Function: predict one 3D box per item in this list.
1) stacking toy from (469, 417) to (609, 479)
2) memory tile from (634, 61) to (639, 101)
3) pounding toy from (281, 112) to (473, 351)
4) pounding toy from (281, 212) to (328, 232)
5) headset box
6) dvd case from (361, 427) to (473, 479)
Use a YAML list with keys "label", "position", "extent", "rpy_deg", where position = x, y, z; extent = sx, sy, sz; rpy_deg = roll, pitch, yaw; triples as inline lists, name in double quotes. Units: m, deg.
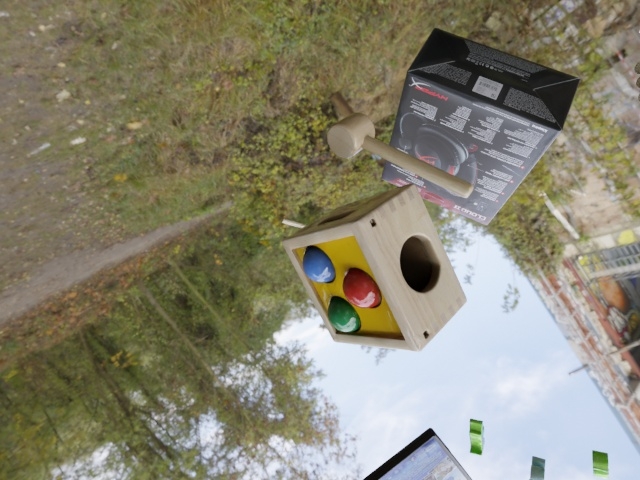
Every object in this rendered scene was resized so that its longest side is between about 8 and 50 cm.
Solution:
- label: "stacking toy"
  position: [0.298, 0.358, 0.578]
  extent: [0.167, 0.221, 0.052]
  rpy_deg: [1, -156, 31]
- label: "memory tile"
  position: [0.825, -0.395, 0.972]
  extent: [0.012, 0.113, 0.148]
  rpy_deg: [2, 171, -37]
- label: "pounding toy"
  position: [0.043, -0.007, 0.381]
  extent: [0.094, 0.206, 0.181]
  rpy_deg: [-33, -168, -33]
- label: "pounding toy"
  position: [0.000, 0.000, 0.930]
  extent: [0.130, 0.141, 0.100]
  rpy_deg: [-32, 156, -31]
- label: "headset box"
  position: [0.233, -0.161, 0.694]
  extent: [0.110, 0.218, 0.293]
  rpy_deg: [-59, 167, -23]
- label: "dvd case"
  position: [0.189, 0.467, 0.754]
  extent: [0.180, 0.253, 0.022]
  rpy_deg: [-37, -158, -2]
